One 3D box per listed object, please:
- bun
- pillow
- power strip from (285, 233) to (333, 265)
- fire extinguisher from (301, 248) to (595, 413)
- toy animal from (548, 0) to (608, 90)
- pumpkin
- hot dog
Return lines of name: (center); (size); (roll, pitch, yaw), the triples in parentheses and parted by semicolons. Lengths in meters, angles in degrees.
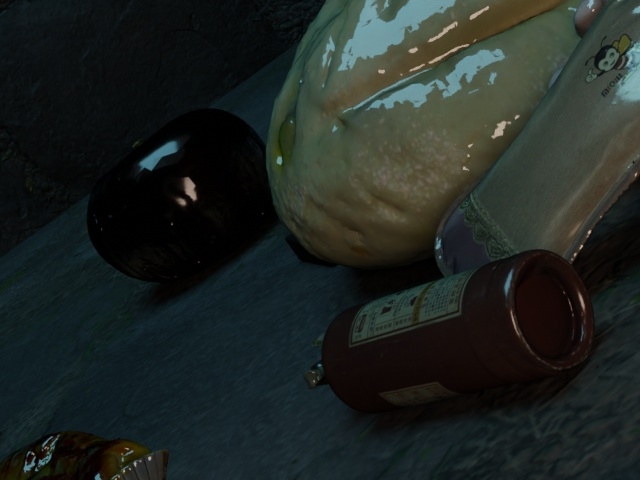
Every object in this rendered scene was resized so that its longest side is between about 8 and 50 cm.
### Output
bun: (0.100, -0.141, 1.160); (0.365, 0.219, 0.365); (-37, 12, 10)
pillow: (0.154, -0.050, 0.877); (0.232, 0.038, 0.130); (-55, 33, 18)
power strip: (0.000, 0.000, 1.331); (0.038, 0.029, 0.111); (-39, 13, -13)
fire extinguisher: (0.068, 0.061, 0.863); (0.099, 0.071, 0.231); (-22, 0, -39)
toy animal: (0.250, -0.120, 0.905); (0.124, 0.124, 0.212); (-43, 19, -28)
pumpkin: (-0.165, -0.051, 1.651); (0.233, 0.163, 0.233); (-34, 10, 7)
hot dog: (-0.209, 0.201, 1.035); (0.162, 0.082, 0.270); (-42, 13, -32)
